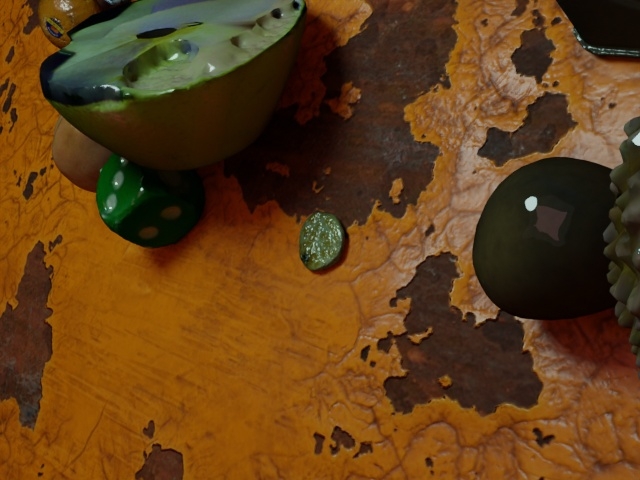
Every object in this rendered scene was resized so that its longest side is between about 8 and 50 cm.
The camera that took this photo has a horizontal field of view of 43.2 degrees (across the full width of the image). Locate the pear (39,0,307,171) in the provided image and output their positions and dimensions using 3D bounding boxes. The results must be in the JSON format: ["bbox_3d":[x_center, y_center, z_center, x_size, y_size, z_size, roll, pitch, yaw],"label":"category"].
[{"bbox_3d":[-0.199,-0.229,1.187,0.398,0.165,0.399,-7,34,5],"label":"pear"}]

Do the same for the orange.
[{"bbox_3d":[-0.489,-0.440,1.591,0.135,0.136,0.118,-18,30,34],"label":"orange"}]

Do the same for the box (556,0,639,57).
[{"bbox_3d":[0.356,-0.265,0.790,0.274,0.178,0.138,14,84,42],"label":"box"}]

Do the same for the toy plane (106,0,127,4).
[{"bbox_3d":[-0.453,-0.515,1.521,0.078,0.246,0.169,-49,46,42],"label":"toy plane"}]

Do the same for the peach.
[{"bbox_3d":[-0.359,-0.167,1.353,0.184,0.184,0.184,-15,65,35],"label":"peach"}]

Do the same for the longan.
[{"bbox_3d":[0.238,0.000,0.802,0.189,0.189,0.189,-15,65,35],"label":"longan"}]

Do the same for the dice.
[{"bbox_3d":[-0.267,-0.072,1.269,0.120,0.131,0.128,-42,53,23],"label":"dice"}]

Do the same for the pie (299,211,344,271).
[{"bbox_3d":[0.000,0.000,1.095,0.085,0.017,0.085,-15,65,37],"label":"pie"}]

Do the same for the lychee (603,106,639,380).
[{"bbox_3d":[0.385,0.021,0.538,0.380,0.432,0.380,-60,12,22],"label":"lychee"}]
